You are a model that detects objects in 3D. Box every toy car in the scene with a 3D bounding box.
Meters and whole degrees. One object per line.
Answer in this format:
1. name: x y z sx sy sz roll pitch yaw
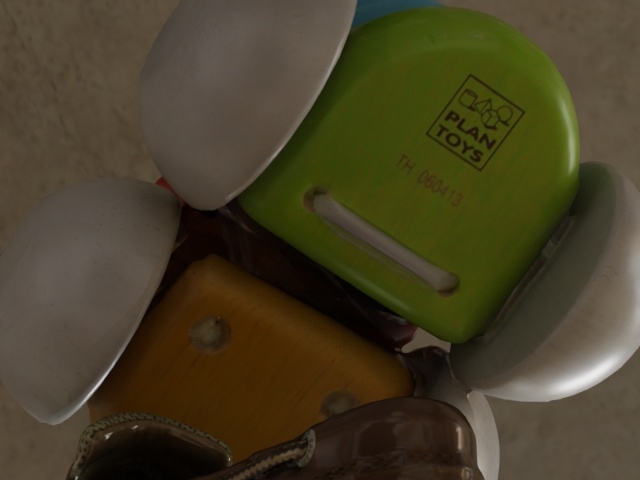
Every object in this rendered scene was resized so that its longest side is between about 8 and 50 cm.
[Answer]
1. toy car: 0.000 0.000 0.536 0.159 0.136 0.182 32 110 -17

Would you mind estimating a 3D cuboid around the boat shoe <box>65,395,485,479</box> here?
1. boat shoe: -0.042 0.095 0.478 0.095 0.095 0.257 12 159 -40
